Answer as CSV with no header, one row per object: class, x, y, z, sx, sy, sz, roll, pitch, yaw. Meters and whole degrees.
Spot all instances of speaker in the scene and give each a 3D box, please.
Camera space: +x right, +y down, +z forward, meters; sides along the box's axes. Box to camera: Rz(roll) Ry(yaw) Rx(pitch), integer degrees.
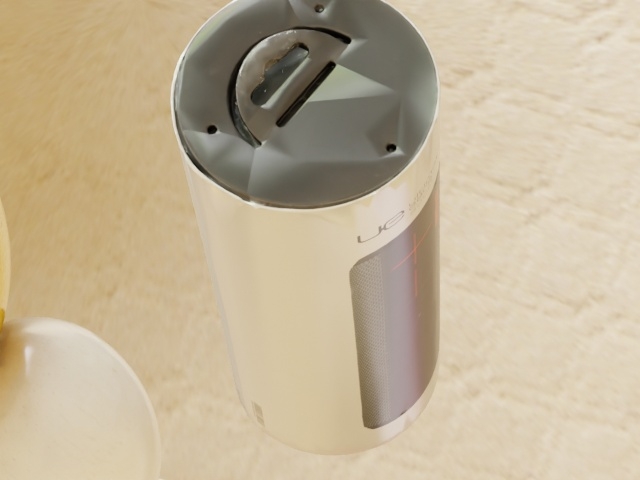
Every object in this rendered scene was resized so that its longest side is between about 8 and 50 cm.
speaker,0.000,0.000,0.440,0.055,0.136,0.055,-1,63,2

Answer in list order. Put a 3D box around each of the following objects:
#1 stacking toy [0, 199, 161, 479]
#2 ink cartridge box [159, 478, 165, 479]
stacking toy,-0.263,0.005,0.886,0.480,0.350,0.350,39,92,-23
ink cartridge box,-0.089,0.294,1.509,0.224,0.045,0.223,15,121,-15
